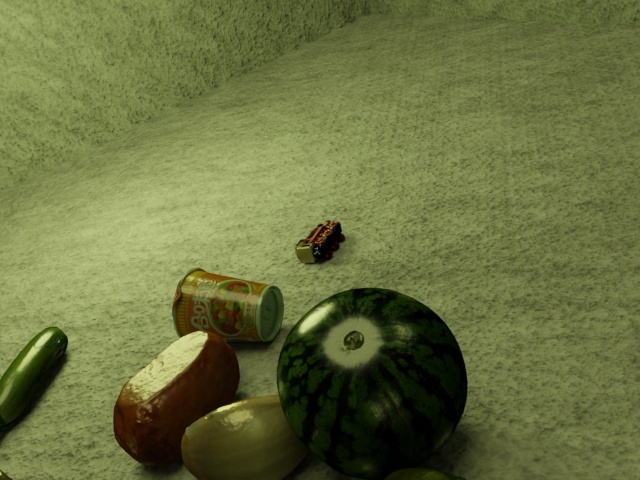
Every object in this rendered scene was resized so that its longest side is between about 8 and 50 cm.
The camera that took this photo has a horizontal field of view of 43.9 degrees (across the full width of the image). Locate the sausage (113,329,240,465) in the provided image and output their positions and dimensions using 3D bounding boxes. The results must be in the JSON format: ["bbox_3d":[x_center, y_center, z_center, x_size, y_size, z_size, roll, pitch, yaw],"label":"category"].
[{"bbox_3d":[-0.251,0.277,1.419,0.153,0.141,0.268,7,39,38],"label":"sausage"}]

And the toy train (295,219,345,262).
[{"bbox_3d":[0.000,0.000,1.870,0.087,0.050,0.138,-5,30,31],"label":"toy train"}]

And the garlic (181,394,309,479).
[{"bbox_3d":[-0.101,0.313,1.283,0.245,0.145,0.164,-16,9,-20],"label":"garlic"}]

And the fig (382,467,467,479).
[{"bbox_3d":[0.145,0.354,1.073,0.123,0.123,0.156,7,25,40],"label":"fig"}]

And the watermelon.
[{"bbox_3d":[0.076,0.213,1.190,0.285,0.285,0.285,-14,28,8],"label":"watermelon"}]

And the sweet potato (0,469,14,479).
[{"bbox_3d":[-0.499,0.454,1.336,0.067,0.067,0.274,-35,34,-29],"label":"sweet potato"}]

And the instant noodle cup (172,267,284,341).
[{"bbox_3d":[-0.182,0.141,1.627,0.185,0.168,0.168,3,34,22],"label":"instant noodle cup"}]

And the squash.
[{"bbox_3d":[-0.627,0.293,1.684,0.087,0.087,0.331,-9,31,18],"label":"squash"}]
